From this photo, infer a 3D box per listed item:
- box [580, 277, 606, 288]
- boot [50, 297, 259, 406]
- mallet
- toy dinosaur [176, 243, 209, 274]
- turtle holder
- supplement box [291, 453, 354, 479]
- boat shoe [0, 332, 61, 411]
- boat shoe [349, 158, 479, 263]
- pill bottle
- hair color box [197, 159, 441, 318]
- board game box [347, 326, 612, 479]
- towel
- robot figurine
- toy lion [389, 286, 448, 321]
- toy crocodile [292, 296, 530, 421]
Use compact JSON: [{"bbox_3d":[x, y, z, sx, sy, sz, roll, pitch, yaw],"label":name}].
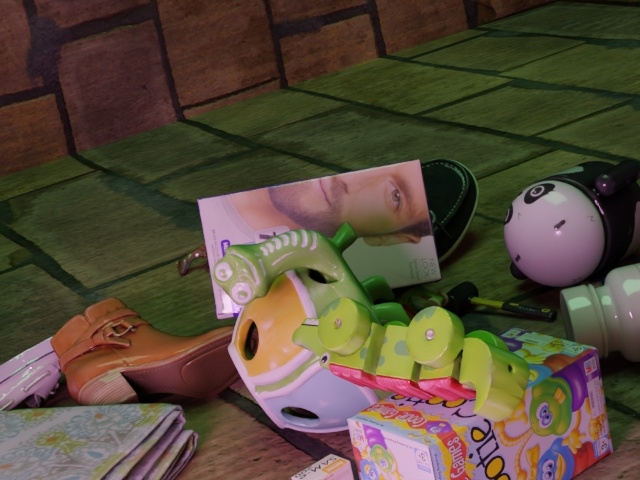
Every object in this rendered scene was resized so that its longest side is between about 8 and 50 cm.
[{"bbox_3d":[0.502,0.080,1.995,0.225,0.037,0.136,-9,18,5],"label":"box"},{"bbox_3d":[-0.253,0.159,2.057,0.283,0.109,0.220,-31,44,-14],"label":"boot"},{"bbox_3d":[0.268,0.103,2.081,0.062,0.039,0.189,-27,27,-37],"label":"mallet"},{"bbox_3d":[-0.180,0.003,2.609,0.211,0.064,0.112,-23,20,-31],"label":"toy dinosaur"},{"bbox_3d":[-0.001,0.126,1.790,0.227,0.243,0.320,-32,-19,2],"label":"turtle holder"},{"bbox_3d":[0.010,0.302,1.552,0.062,0.099,0.036,-25,22,-34],"label":"supplement box"},{"bbox_3d":[-0.450,0.217,2.109,0.267,0.088,0.096,-32,3,-39],"label":"boat shoe"},{"bbox_3d":[0.102,-0.026,2.280,0.187,0.156,0.500,39,49,25],"label":"boat shoe"},{"bbox_3d":[0.445,0.093,1.836,0.229,0.131,0.131,-12,18,3],"label":"pill bottle"},{"bbox_3d":[0.000,0.000,2.047,0.338,0.185,0.110,-11,-3,2],"label":"hair color box"},{"bbox_3d":[0.189,0.226,1.590,0.275,0.142,0.144,-25,22,-34],"label":"board game box"},{"bbox_3d":[-0.381,0.318,1.783,0.374,0.090,0.320,-5,17,21],"label":"towel"},{"bbox_3d":[0.401,-0.031,2.133,0.173,0.209,0.278,14,23,35],"label":"robot figurine"},{"bbox_3d":[0.138,0.112,2.037,0.096,0.100,0.034,20,34,25],"label":"toy lion"},{"bbox_3d":[0.096,0.135,1.548,0.340,0.105,0.115,4,-18,45],"label":"toy crocodile"}]
